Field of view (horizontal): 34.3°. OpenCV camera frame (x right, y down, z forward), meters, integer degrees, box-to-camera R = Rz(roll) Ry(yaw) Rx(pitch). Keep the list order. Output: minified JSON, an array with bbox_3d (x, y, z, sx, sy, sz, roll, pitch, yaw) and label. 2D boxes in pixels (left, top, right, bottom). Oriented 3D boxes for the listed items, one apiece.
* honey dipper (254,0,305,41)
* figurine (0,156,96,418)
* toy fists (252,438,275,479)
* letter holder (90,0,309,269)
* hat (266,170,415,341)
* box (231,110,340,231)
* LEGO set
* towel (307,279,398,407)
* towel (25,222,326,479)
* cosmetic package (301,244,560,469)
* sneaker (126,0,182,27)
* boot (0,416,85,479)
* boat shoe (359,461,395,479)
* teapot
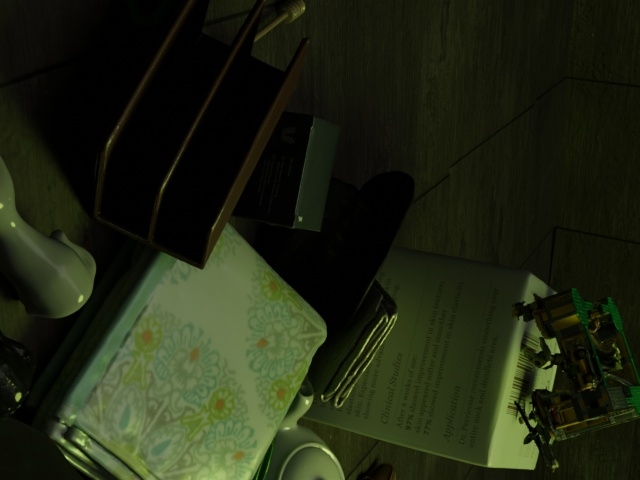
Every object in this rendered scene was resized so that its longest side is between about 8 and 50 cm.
[{"bbox_3d":[-0.073,-0.313,1.520,0.161,0.030,0.030,-50,142,-43],"label":"honey dipper"},{"bbox_3d":[-0.342,0.039,1.051,0.215,0.092,0.209,-63,146,-32],"label":"figurine"},{"bbox_3d":[-0.125,0.250,1.518,0.096,0.142,0.279,76,32,-71],"label":"toy fists"},{"bbox_3d":[-0.132,-0.157,1.221,0.214,0.152,0.302,120,-5,-64],"label":"letter holder"},{"bbox_3d":[0.000,0.000,1.640,0.134,0.331,0.331,34,63,-21],"label":"hat"},{"bbox_3d":[-0.072,-0.102,1.458,0.093,0.158,0.156,9,92,-65],"label":"box"},{"bbox_3d":[0.374,0.210,1.641,0.331,0.192,0.255,-2,71,-64],"label":"LEGO set"},{"bbox_3d":[0.027,0.132,1.651,0.049,0.282,0.187,31,97,-21],"label":"towel"},{"bbox_3d":[-0.172,0.164,1.336,0.320,0.090,0.374,49,57,-34],"label":"towel"},{"bbox_3d":[0.195,0.201,1.856,0.327,0.393,0.329,25,78,-63],"label":"cosmetic package"},{"bbox_3d":[-0.208,-0.355,1.132,0.295,0.109,0.123,67,38,-50],"label":"sneaker"},{"bbox_3d":[-0.326,0.296,1.168,0.305,0.115,0.112,47,41,-36],"label":"boot"},{"bbox_3d":[0.109,0.527,2.196,0.178,0.064,0.060,-44,140,-46],"label":"boat shoe"},{"bbox_3d":[-0.047,0.395,1.596,0.256,0.187,0.252,49,51,-29],"label":"teapot"}]
